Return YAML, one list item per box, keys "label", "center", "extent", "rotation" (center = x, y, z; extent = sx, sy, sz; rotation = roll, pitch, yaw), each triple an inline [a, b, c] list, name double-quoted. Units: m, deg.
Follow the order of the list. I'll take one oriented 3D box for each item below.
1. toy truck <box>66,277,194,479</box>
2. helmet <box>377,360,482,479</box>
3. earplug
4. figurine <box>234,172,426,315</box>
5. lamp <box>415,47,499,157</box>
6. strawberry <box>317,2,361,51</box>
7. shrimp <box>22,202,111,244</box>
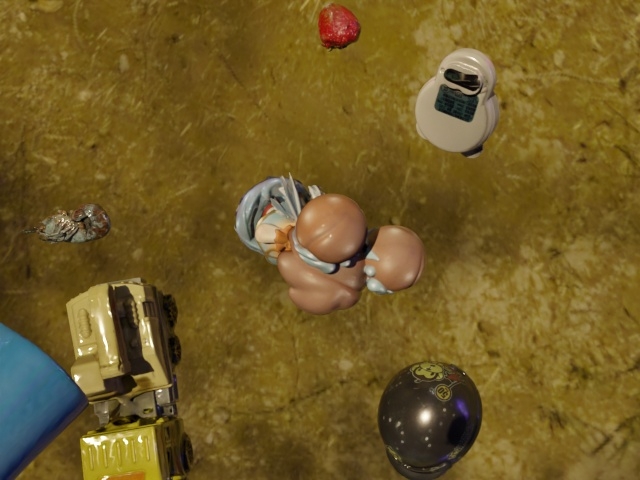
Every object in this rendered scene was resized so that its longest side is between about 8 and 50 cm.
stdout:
- label: "toy truck"
  center: [-0.351, 0.267, 1.299]
  extent: [0.180, 0.254, 0.405]
  rotation: [-9, 80, 2]
- label: "helmet"
  center: [0.220, 0.392, 1.601]
  extent: [0.279, 0.230, 0.160]
  rotation: [-57, 141, -2]
- label: "earplug"
  center: [-0.356, 0.214, 0.650]
  extent: [0.132, 0.273, 0.132]
  rotation: [27, 148, 19]
- label: "figurine"
  center: [0.000, 0.001, 1.419]
  extent: [0.276, 0.388, 0.248]
  rotation: [22, 104, -32]
- label: "lamp"
  center: [0.299, -0.298, 1.525]
  extent: [0.179, 0.108, 0.246]
  rotation: [24, 137, 14]
- label: "strawberry"
  center: [0.041, -0.487, 1.623]
  extent: [0.106, 0.106, 0.106]
  rotation: [1, 125, 2]
- label: "shrimp"
  center: [-0.525, -0.028, 1.460]
  extent: [0.232, 0.090, 0.079]
  rotation: [-7, 119, 23]
